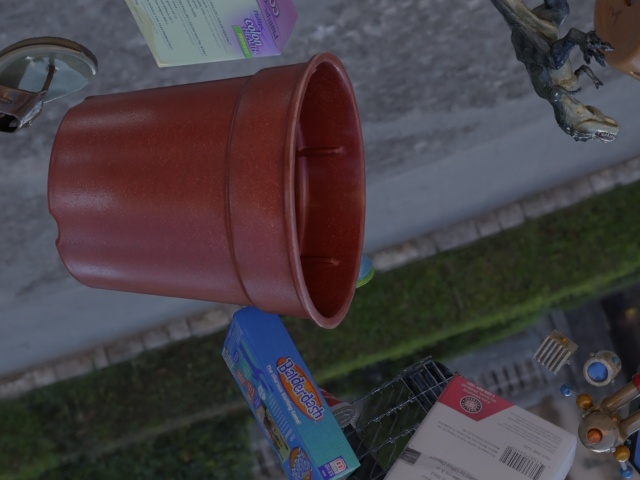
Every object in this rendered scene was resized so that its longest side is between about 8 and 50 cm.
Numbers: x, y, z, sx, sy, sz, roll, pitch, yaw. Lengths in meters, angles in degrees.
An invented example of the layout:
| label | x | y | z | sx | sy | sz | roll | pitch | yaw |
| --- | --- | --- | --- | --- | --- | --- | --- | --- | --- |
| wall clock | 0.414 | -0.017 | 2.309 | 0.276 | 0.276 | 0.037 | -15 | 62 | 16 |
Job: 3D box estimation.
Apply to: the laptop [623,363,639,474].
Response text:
| label | x | y | z | sx | sy | sz | roll | pitch | yaw |
| --- | --- | --- | --- | --- | --- | --- | --- | --- | --- |
| laptop | 0.568 | 0.271 | 1.949 | 0.136 | 0.264 | 0.234 | 18 | -152 | 11 |

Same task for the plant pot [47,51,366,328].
| label | x | y | z | sx | sy | sz | roll | pitch | yaw |
| --- | --- | --- | --- | --- | --- | --- | --- | --- | --- |
| plant pot | -0.113 | -0.048 | 1.235 | 0.265 | 0.272 | 0.272 | 0 | 175 | 17 |

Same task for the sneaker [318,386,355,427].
| label | x | y | z | sx | sy | sz | roll | pitch | yaw |
| --- | --- | --- | --- | --- | --- | --- | --- | --- | --- |
| sneaker | -0.018 | 0.221 | 1.576 | 0.118 | 0.042 | 0.067 | -2 | -158 | -44 |

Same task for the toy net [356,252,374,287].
| label | x | y | z | sx | sy | sz | roll | pitch | yaw |
| --- | --- | --- | --- | --- | --- | --- | --- | --- | --- |
| toy net | 0.000 | 0.000 | 1.809 | 0.122 | 0.045 | 0.232 | -19 | -147 | 1 |

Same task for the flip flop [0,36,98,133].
| label | x | y | z | sx | sy | sz | roll | pitch | yaw |
| --- | --- | --- | --- | --- | --- | --- | --- | --- | --- |
| flip flop | -0.402 | -0.170 | 1.513 | 0.277 | 0.080 | 0.112 | -20 | 152 | 5 |

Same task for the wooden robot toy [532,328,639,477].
| label | x | y | z | sx | sy | sz | roll | pitch | yaw |
| --- | --- | --- | --- | --- | --- | --- | --- | --- | --- |
| wooden robot toy | 0.256 | 0.154 | 1.087 | 0.076 | 0.173 | 0.079 | -41 | 168 | 28 |

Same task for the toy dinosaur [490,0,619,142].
| label | x | y | z | sx | sy | sz | roll | pitch | yaw |
| --- | --- | --- | --- | --- | --- | --- | --- | --- | --- |
| toy dinosaur | 0.217 | -0.204 | 1.159 | 0.064 | 0.268 | 0.118 | -36 | -173 | -27 |

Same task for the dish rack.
| label | x | y | z | sx | sy | sz | roll | pitch | yaw |
| --- | --- | --- | --- | --- | --- | --- | --- | --- | --- |
| dish rack | 0.126 | 0.276 | 1.705 | 0.271 | 0.208 | 0.074 | -33 | -175 | 32 |

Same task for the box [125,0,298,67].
| label | x | y | z | sx | sy | sz | roll | pitch | yaw |
| --- | --- | --- | --- | --- | --- | --- | --- | --- | --- |
| box | -0.194 | -0.420 | 2.054 | 0.243 | 0.117 | 0.213 | -2 | 135 | 25 |

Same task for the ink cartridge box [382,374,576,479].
| label | x | y | z | sx | sy | sz | roll | pitch | yaw |
| --- | --- | --- | --- | --- | --- | --- | --- | --- | --- |
| ink cartridge box | 0.159 | 0.281 | 1.328 | 0.218 | 0.158 | 0.092 | -50 | 155 | -30 |

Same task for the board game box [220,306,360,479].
| label | x | y | z | sx | sy | sz | roll | pitch | yaw |
| --- | --- | --- | --- | --- | --- | --- | --- | --- | --- |
| board game box | -0.038 | 0.185 | 1.367 | 0.047 | 0.210 | 0.160 | -25 | 166 | -18 |

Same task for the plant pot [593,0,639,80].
| label | x | y | z | sx | sy | sz | roll | pitch | yaw |
| --- | --- | --- | --- | --- | --- | --- | --- | --- | --- |
| plant pot | 0.509 | -0.317 | 1.654 | 0.203 | 0.291 | 0.291 | 9 | 161 | -16 |
